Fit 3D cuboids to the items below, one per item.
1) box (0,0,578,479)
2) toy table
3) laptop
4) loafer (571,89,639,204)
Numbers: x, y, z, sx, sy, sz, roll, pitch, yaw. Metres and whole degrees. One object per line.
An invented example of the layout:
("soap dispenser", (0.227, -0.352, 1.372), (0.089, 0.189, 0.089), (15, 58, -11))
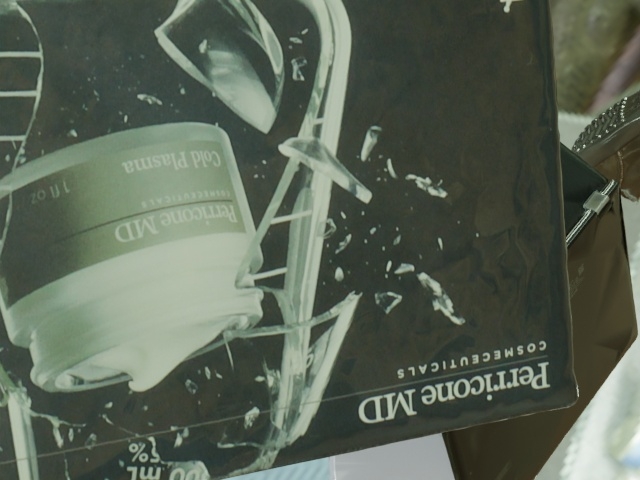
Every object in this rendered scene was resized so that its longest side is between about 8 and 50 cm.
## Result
("box", (-0.085, -0.086, 1.135), (0.480, 0.472, 0.297), (-10, 14, -16))
("toy table", (0.086, 0.348, 1.978), (0.252, 0.274, 0.161), (-9, -7, -18))
("laptop", (0.165, 0.062, 1.705), (0.236, 0.408, 0.382), (19, 52, 36))
("loafer", (0.500, -0.170, 1.885), (0.366, 0.130, 0.134), (-33, 16, 38))
